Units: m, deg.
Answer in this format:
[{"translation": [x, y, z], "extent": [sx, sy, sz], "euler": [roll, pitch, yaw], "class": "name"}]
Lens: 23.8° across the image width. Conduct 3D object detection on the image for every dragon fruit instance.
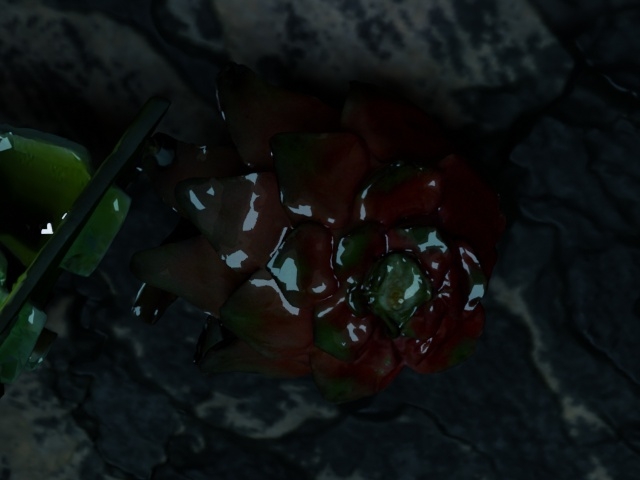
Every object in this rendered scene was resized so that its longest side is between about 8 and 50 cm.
[{"translation": [0.002, 0.002, 0.603], "extent": [0.142, 0.121, 0.130], "euler": [24, 80, 12], "class": "dragon fruit"}]

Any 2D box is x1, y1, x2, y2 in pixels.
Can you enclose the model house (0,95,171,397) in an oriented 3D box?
[{"translation": [-0.273, 0.026, 0.586], "extent": [0.313, 0.242, 0.357], "euler": [31, 121, -8], "class": "model house"}]
